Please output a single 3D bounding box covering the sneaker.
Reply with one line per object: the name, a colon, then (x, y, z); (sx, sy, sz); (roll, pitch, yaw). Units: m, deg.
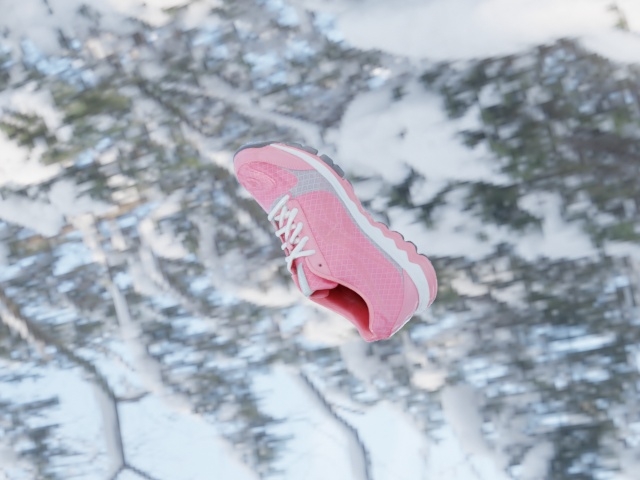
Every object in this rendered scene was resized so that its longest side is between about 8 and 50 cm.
sneaker: (0.001, 0.000, 1.842); (0.314, 0.116, 0.136); (41, -126, 3)
